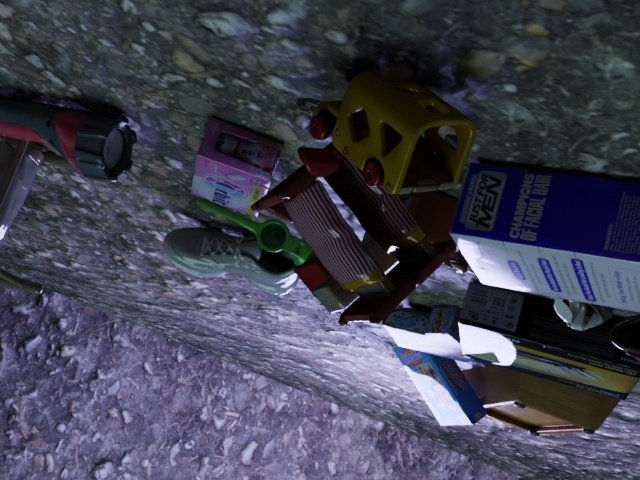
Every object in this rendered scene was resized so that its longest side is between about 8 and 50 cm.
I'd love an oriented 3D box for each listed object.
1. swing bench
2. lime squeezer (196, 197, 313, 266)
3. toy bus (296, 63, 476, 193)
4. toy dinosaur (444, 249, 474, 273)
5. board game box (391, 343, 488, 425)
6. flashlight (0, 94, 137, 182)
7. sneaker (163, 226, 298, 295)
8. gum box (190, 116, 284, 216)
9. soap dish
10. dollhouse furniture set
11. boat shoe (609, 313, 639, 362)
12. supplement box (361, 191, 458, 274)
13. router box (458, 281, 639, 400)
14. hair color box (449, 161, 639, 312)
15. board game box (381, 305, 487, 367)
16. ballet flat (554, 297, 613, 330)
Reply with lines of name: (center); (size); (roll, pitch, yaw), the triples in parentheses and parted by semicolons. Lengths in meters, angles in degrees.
swing bench: (-0.564, -0.063, 1.643); (0.255, 0.253, 0.165); (7, 159, 32)
lime squeezer: (-0.064, -0.005, 1.678); (0.310, 0.058, 0.110); (26, -167, -26)
toy bus: (0.069, -0.133, 1.017); (0.202, 0.191, 0.104); (18, 120, 0)
toy dinosaur: (0.208, 0.030, 1.453); (0.212, 0.064, 0.112); (10, 162, 26)
board game box: (0.253, 0.297, 2.072); (0.210, 0.047, 0.160); (58, 159, -1)
flashlight: (-0.431, -0.162, 1.457); (0.304, 0.103, 0.103); (11, 157, 20)
sneaker: (-0.155, 0.019, 1.774); (0.263, 0.099, 0.121); (14, 156, -10)
gum box: (-0.122, -0.103, 1.382); (0.107, 0.062, 0.188); (20, 163, -4)
soap dish: (0.447, 0.325, 2.028); (0.229, 0.118, 0.291); (22, 161, -12)
dollhouse furniture set: (0.000, 0.000, 1.313); (0.201, 0.152, 0.374); (52, 159, -7)
boat shoe: (0.533, 0.133, 1.350); (0.123, 0.123, 0.342); (22, 169, -15)
supplement box: (0.128, -0.005, 1.404); (0.078, 0.080, 0.233); (24, 164, -10)
router box: (0.400, 0.179, 1.682); (0.309, 0.081, 0.243); (14, 163, 15)
hair color box: (0.346, 0.006, 1.163); (0.339, 0.110, 0.185); (8, 162, 25)
board game box: (0.227, 0.174, 1.886); (0.194, 0.060, 0.194); (12, 161, 22)
ballet flat: (0.390, 0.101, 1.475); (0.072, 0.068, 0.213); (7, 160, 34)
